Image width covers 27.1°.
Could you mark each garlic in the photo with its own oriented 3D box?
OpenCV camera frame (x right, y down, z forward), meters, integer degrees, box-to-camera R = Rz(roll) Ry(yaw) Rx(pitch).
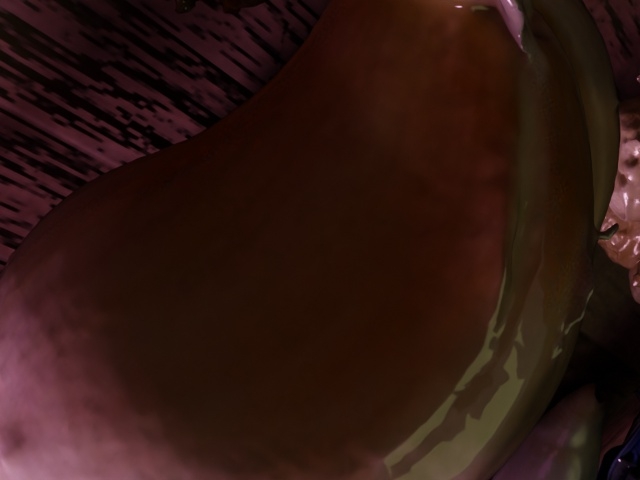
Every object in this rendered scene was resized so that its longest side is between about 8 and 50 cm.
[{"bbox_3d":[0.000,0.000,0.575,0.249,0.286,0.313,31,112,-25],"label":"garlic"}]

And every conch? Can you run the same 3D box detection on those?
[{"bbox_3d":[0.199,0.197,1.157,0.104,0.094,0.176,5,100,-33],"label":"conch"}]

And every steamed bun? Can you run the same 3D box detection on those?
[{"bbox_3d":[0.241,-0.067,0.839,0.192,0.106,0.177,-46,163,-15],"label":"steamed bun"}]

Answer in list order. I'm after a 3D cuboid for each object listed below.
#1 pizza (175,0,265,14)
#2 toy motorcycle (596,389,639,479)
[{"bbox_3d":[-0.028,-0.152,0.485,0.154,0.069,0.194,-26,146,-21],"label":"pizza"},{"bbox_3d":[0.322,0.192,1.169,0.358,0.125,0.212,106,12,-45],"label":"toy motorcycle"}]
